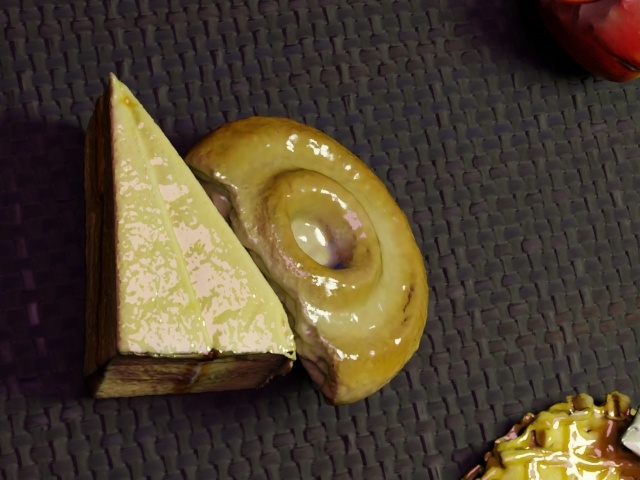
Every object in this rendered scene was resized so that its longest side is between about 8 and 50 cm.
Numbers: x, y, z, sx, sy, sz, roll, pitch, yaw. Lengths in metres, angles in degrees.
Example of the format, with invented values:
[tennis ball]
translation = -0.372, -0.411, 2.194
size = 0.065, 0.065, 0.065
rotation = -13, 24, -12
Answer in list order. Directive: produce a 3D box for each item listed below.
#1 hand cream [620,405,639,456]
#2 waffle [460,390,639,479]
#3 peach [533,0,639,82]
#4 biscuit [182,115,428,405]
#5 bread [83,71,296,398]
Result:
[hand cream]
translation = 0.351, 0.214, 1.401
size = 0.143, 0.039, 0.061
rotation = 41, 60, -6
[waffle]
translation = 0.266, 0.281, 1.394
size = 0.280, 0.060, 0.262
rotation = -40, 88, -25
[peach]
translation = 0.300, -0.277, 1.471
size = 0.196, 0.190, 0.226
rotation = -26, 92, -12
[biscuit]
translation = 0.001, -0.001, 1.326
size = 0.274, 0.091, 0.213
rotation = 51, 41, 0
[bread]
translation = -0.119, -0.001, 1.290
size = 0.163, 0.167, 0.264
rotation = 2, 76, -18
